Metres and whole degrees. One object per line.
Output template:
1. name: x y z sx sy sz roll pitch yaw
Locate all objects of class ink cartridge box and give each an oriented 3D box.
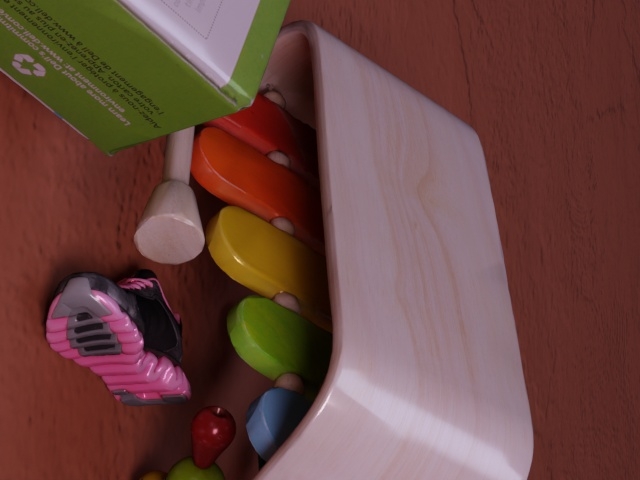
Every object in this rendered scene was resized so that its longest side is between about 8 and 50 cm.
1. ink cartridge box: -0.116 -0.187 0.738 0.255 0.097 0.189 39 54 -32

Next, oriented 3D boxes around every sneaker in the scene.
1. sneaker: -0.093 0.035 0.862 0.119 0.047 0.057 60 33 -61

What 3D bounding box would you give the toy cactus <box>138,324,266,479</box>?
1. toy cactus: -0.032 0.129 0.955 0.219 0.112 0.180 -32 141 -70

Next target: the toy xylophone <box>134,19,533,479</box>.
1. toy xylophone: 0.000 0.000 0.875 0.236 0.081 0.323 35 33 -22
